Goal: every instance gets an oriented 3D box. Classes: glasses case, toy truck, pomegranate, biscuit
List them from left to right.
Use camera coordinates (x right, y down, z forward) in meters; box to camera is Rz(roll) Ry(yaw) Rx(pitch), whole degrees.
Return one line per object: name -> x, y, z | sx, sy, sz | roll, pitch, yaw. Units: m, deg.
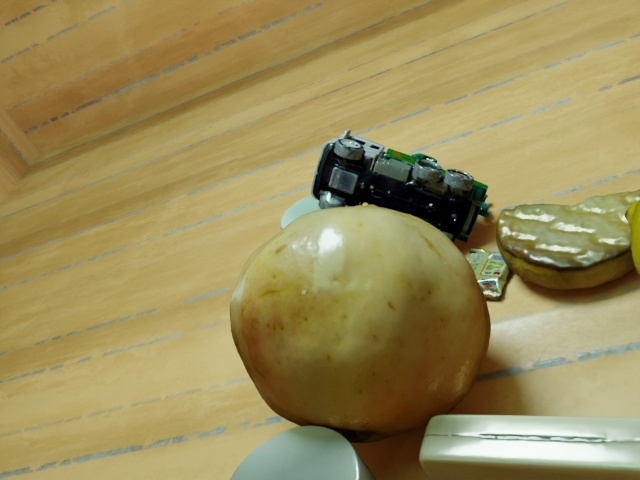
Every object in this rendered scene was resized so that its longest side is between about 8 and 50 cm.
pomegranate -> 0.057, 0.117, 1.164 | 0.411, 0.411, 0.411 | -21, 33, 15
toy truck -> 0.171, -0.103, 1.489 | 0.363, 0.177, 0.178 | 18, 25, 5
glasses case -> 0.307, 0.299, 0.950 | 0.336, 0.144, 0.076 | -7, 40, 32
biscuit -> 0.446, 0.001, 1.288 | 0.274, 0.091, 0.213 | -1, 44, 27

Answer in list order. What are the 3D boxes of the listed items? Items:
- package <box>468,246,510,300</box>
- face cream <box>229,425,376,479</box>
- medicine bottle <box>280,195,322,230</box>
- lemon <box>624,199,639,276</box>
package -> 0.311, 0.062, 1.379 | 0.108, 0.031, 0.121 | 2, 46, 41
face cream -> -0.007, 0.404, 1.026 | 0.218, 0.179, 0.218 | -21, 33, 15
medicine bottle -> 0.000, 0.000, 1.590 | 0.135, 0.168, 0.135 | -22, 33, 15
lemon -> 0.564, 0.005, 1.097 | 0.187, 0.187, 0.244 | -32, 41, -2
